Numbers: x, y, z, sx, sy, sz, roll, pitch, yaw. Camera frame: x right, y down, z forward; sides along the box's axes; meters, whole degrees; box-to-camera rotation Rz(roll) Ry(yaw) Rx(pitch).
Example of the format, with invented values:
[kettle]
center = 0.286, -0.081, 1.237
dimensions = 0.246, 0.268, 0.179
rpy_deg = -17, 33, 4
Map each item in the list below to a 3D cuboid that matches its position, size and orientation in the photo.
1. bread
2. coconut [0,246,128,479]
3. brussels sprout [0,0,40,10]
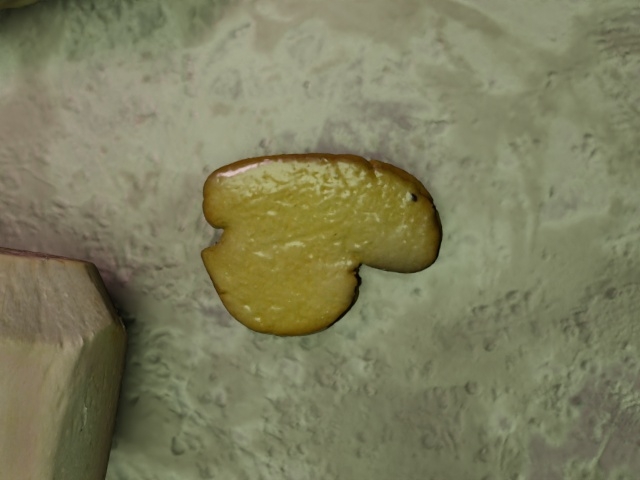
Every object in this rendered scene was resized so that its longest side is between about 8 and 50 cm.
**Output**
[bread]
center = 0.000, 0.000, 1.095
dimensions = 0.187, 0.065, 0.149
rpy_deg = 0, 105, -1
[coconut]
center = -0.256, 0.114, 1.033
dimensions = 0.241, 0.241, 0.241
rpy_deg = 0, 95, 2
[brussels sprout]
center = -0.240, -0.297, 0.983
dimensions = 0.274, 0.242, 0.316
rpy_deg = 12, 99, 7
